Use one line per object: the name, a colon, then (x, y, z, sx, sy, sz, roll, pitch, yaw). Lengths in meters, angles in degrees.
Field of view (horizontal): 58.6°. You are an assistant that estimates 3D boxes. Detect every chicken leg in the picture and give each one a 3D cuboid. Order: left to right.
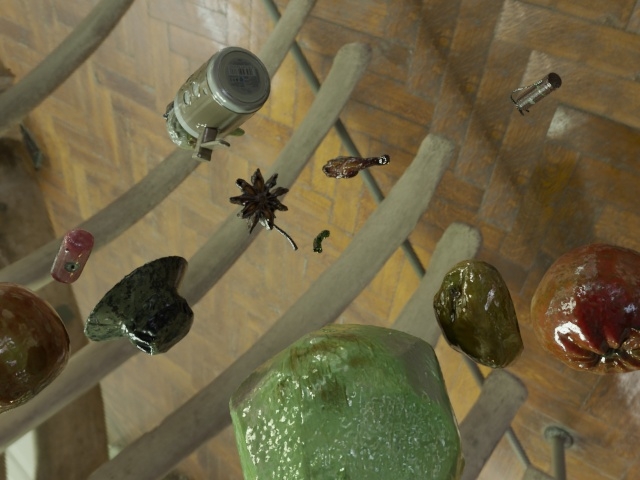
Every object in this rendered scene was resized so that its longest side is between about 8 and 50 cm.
chicken leg: (0.079, -0.186, 1.408, 0.205, 0.093, 0.053, 16, 122, 55)

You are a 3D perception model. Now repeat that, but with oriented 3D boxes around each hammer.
hammer: (-0.328, 0.022, 0.754, 0.043, 0.043, 0.083, 44, 120, 9)

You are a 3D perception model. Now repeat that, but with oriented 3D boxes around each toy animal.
toy animal: (-0.210, -0.211, 1.010, 0.098, 0.137, 0.098, 13, 106, 53)

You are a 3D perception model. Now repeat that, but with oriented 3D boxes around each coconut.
coconut: (0.033, 0.251, 0.786, 0.328, 0.328, 0.281, 22, 144, 28)

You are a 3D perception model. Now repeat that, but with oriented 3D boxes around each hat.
hat: (-0.340, 0.159, 1.178, 0.128, 0.265, 0.265, 43, 136, 13)

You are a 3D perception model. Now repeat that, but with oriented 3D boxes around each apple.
apple: (-0.467, 0.151, 0.819, 0.188, 0.188, 0.174, -8, 109, 42)

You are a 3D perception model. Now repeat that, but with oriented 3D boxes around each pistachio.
pistachio: (0.213, 0.113, 0.763, 0.100, 0.110, 0.189, -24, 127, 3)

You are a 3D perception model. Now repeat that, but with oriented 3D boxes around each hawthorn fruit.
hawthorn fruit: (0.814, 0.177, 1.658, 0.402, 0.403, 0.403, 21, 128, 29)

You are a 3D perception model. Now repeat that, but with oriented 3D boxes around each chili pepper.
chili pepper: (0.000, 0.000, 1.160, 0.027, 0.083, 0.022, -24, 112, 29)

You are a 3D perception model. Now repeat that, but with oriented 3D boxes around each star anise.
star anise: (-0.157, -0.075, 1.531, 0.073, 0.177, 0.234, -12, 89, 61)

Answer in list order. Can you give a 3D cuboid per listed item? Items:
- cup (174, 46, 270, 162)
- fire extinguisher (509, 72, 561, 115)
cup: (-0.111, -0.145, 0.601, 0.074, 0.102, 0.099, 43, 149, -19)
fire extinguisher: (0.547, -0.381, 1.479, 0.078, 0.045, 0.157, 30, 158, -9)
